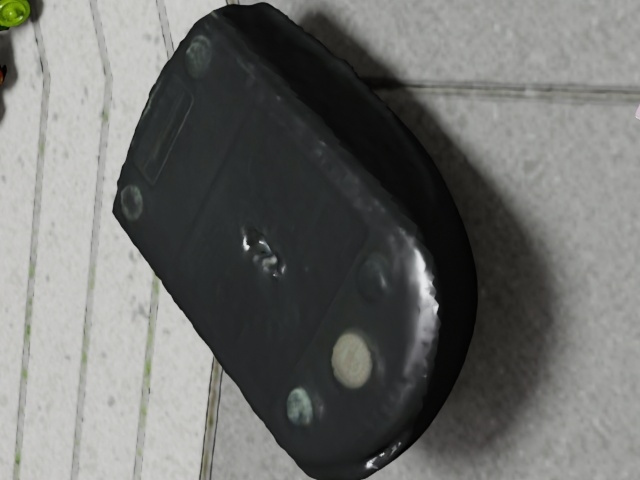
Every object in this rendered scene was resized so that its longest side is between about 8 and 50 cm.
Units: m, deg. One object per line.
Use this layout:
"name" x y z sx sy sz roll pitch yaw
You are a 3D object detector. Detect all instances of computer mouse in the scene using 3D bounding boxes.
"computer mouse" 0.000 0.000 0.986 0.269 0.100 0.170 52 125 31

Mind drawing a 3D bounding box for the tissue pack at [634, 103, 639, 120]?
"tissue pack" 0.263 -0.041 0.720 0.246 0.092 0.148 42 127 30

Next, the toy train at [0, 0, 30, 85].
"toy train" -0.236 -0.150 1.206 0.250 0.085 0.053 -60 41 34
